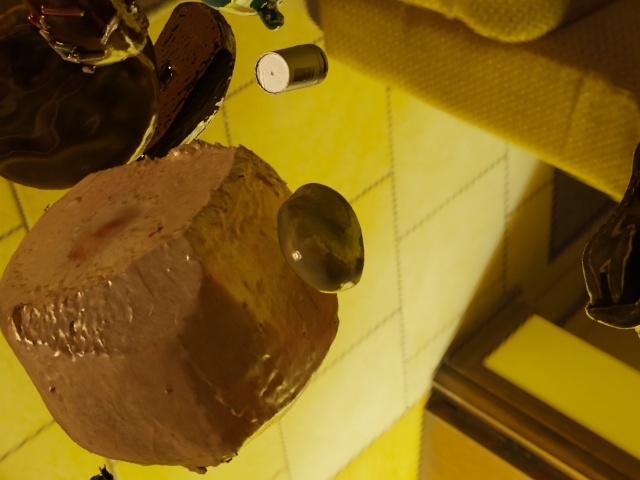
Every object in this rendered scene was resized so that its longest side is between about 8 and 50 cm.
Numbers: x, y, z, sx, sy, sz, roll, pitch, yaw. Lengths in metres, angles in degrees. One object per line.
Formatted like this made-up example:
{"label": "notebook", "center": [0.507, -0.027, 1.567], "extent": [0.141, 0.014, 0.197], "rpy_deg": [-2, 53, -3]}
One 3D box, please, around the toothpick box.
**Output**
{"label": "toothpick box", "center": [-0.033, -0.201, 1.294], "extent": [0.083, 0.052, 0.052], "rpy_deg": [-26, 134, -54]}

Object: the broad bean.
{"label": "broad bean", "center": [0.000, 0.000, 0.663], "extent": [0.045, 0.083, 0.063], "rpy_deg": [-41, 118, 17]}

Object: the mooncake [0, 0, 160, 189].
{"label": "mooncake", "center": [-0.348, -0.200, 1.439], "extent": [0.284, 0.156, 0.284], "rpy_deg": [-7, 134, -8]}

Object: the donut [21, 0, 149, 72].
{"label": "donut", "center": [-0.277, -0.295, 1.152], "extent": [0.103, 0.270, 0.270], "rpy_deg": [-34, 142, 0]}

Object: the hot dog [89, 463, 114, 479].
{"label": "hot dog", "center": [-0.159, 0.272, 0.877], "extent": [0.188, 0.055, 0.072], "rpy_deg": [69, 21, -3]}

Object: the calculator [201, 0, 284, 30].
{"label": "calculator", "center": [-0.108, -0.293, 0.871], "extent": [0.051, 0.293, 0.173], "rpy_deg": [-29, -177, 19]}

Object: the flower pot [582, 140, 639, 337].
{"label": "flower pot", "center": [0.431, -0.001, 1.157], "extent": [0.302, 0.213, 0.302], "rpy_deg": [-156, -90, -85]}

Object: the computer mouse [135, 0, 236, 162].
{"label": "computer mouse", "center": [-0.208, -0.223, 1.645], "extent": [0.086, 0.137, 0.270], "rpy_deg": [13, 116, -55]}

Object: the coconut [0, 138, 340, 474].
{"label": "coconut", "center": [-0.131, 0.072, 1.027], "extent": [0.297, 0.297, 0.255], "rpy_deg": [-46, 121, -19]}
